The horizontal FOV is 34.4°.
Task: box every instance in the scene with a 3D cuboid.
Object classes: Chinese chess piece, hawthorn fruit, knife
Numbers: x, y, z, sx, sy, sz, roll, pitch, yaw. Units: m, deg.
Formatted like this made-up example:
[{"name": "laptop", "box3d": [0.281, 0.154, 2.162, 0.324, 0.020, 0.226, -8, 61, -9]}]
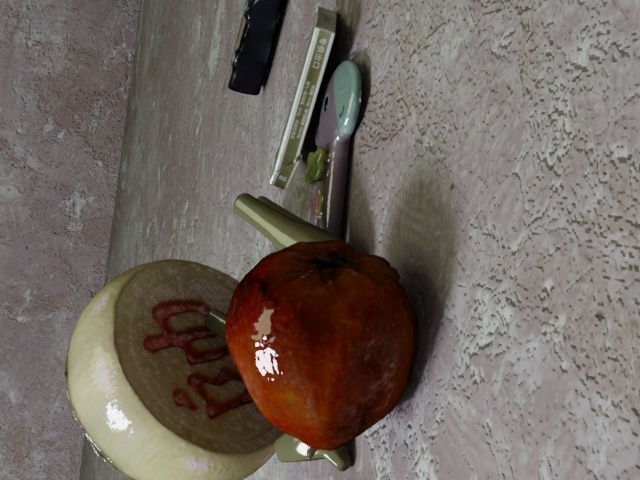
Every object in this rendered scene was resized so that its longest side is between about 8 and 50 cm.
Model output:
[{"name": "Chinese chess piece", "box3d": [-0.153, 0.151, 1.169, 0.112, 0.270, 0.270, -42, 41, 36]}, {"name": "hawthorn fruit", "box3d": [0.003, 0.088, 0.916, 0.173, 0.173, 0.179, -109, -6, -52]}, {"name": "knife", "box3d": [-0.001, 0.000, 1.138, 0.132, 0.038, 0.399, 168, 107, -73]}]

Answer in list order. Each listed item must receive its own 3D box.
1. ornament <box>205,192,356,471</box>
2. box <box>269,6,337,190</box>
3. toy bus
[{"name": "ornament", "box3d": [-0.029, 0.100, 1.068, 0.245, 0.061, 0.230, 32, 102, 33]}, {"name": "box", "box3d": [-0.019, -0.169, 1.223, 0.109, 0.029, 0.198, -84, 11, -65]}, {"name": "toy bus", "box3d": [-0.092, -0.299, 1.485, 0.072, 0.057, 0.172, -104, 28, -59]}]
